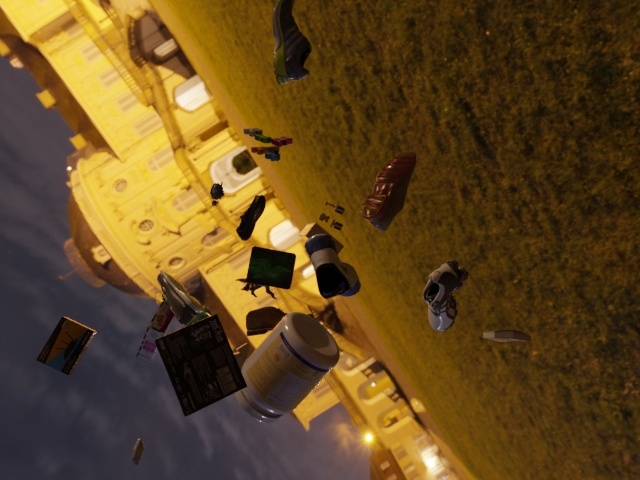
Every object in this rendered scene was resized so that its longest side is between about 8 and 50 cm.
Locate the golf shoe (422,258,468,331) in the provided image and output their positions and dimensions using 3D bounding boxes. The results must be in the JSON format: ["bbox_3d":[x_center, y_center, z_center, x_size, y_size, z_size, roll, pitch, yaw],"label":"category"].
[{"bbox_3d":[0.357,0.178,1.503,0.105,0.120,0.273,44,142,44],"label":"golf shoe"}]

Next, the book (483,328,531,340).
[{"bbox_3d":[0.704,0.366,1.853,0.096,0.035,0.144,18,160,-25],"label":"book"}]

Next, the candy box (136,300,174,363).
[{"bbox_3d":[-0.665,0.369,1.999,0.071,0.233,0.159,25,-142,-9],"label":"candy box"}]

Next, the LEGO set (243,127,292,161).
[{"bbox_3d":[-0.173,-0.336,1.729,0.227,0.093,0.087,30,126,44],"label":"LEGO set"}]

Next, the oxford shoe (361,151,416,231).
[{"bbox_3d":[0.283,-0.193,1.911,0.123,0.348,0.130,16,156,48],"label":"oxford shoe"}]

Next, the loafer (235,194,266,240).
[{"bbox_3d":[-0.313,-0.108,2.132,0.078,0.220,0.080,32,-169,19],"label":"loafer"}]

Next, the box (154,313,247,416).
[{"bbox_3d":[-0.270,0.278,1.106,0.180,0.147,0.077,65,160,6],"label":"box"}]

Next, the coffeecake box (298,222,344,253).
[{"bbox_3d":[0.000,0.000,1.901,0.142,0.068,0.185,40,175,-9],"label":"coffeecake box"}]

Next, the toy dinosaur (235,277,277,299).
[{"bbox_3d":[-0.272,0.161,2.319,0.127,0.200,0.295,31,158,-35],"label":"toy dinosaur"}]

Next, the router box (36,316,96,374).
[{"bbox_3d":[-0.953,0.395,1.843,0.133,0.179,0.046,26,166,-1],"label":"router box"}]

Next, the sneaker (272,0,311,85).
[{"bbox_3d":[-0.091,-0.678,1.657,0.111,0.121,0.300,-21,-71,-81],"label":"sneaker"}]

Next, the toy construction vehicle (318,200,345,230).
[{"bbox_3d":[0.046,-0.093,1.800,0.098,0.086,0.035,20,-162,-16],"label":"toy construction vehicle"}]

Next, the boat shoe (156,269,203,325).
[{"bbox_3d":[-0.555,0.211,1.859,0.305,0.091,0.109,34,173,42],"label":"boat shoe"}]

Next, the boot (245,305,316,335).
[{"bbox_3d":[-0.174,0.334,2.112,0.112,0.305,0.115,91,171,-81],"label":"boot"}]

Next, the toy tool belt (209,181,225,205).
[{"bbox_3d":[-0.375,-0.171,1.787,0.052,0.051,0.083,19,-117,-36],"label":"toy tool belt"}]

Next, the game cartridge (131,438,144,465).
[{"bbox_3d":[-0.695,0.802,1.864,0.083,0.017,0.056,-89,-8,-56],"label":"game cartridge"}]

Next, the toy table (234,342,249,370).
[{"bbox_3d":[-0.456,0.676,2.591,0.274,0.252,0.161,-30,-86,-50],"label":"toy table"}]

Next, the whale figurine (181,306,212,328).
[{"bbox_3d":[-0.589,0.417,2.477,0.216,0.141,0.272,65,-168,-8],"label":"whale figurine"}]

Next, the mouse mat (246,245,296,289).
[{"bbox_3d":[-0.202,0.112,2.011,0.007,0.189,0.153,42,-122,-84],"label":"mouse mat"}]

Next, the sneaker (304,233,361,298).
[{"bbox_3d":[0.045,0.137,1.669,0.315,0.127,0.182,55,-162,-47],"label":"sneaker"}]

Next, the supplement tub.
[{"bbox_3d":[-0.119,0.435,1.676,0.241,0.331,0.241,37,-164,-12],"label":"supplement tub"}]
